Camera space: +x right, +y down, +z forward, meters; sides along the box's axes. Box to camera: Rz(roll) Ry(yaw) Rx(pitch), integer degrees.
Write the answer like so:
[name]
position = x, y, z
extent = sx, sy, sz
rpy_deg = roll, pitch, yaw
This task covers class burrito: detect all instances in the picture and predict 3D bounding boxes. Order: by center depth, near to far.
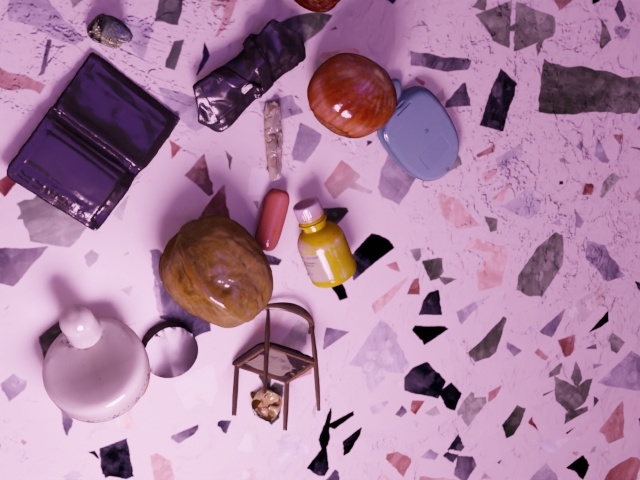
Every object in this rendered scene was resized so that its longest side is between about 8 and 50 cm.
[burrito]
position = -0.110, -0.236, 2.008
extent = 0.045, 0.041, 0.186
rpy_deg = -7, 106, -14

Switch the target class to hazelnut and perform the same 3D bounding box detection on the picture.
[hazelnut]
position = 0.076, -0.339, 1.976
extent = 0.214, 0.176, 0.214
rpy_deg = 2, 145, 1

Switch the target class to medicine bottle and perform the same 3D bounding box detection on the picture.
[medicine bottle]
position = 0.000, 0.000, 2.083
extent = 0.121, 0.122, 0.213
rpy_deg = -29, 115, -14

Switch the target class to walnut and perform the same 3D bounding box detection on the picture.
[walnut]
position = -0.230, 0.077, 1.936
extent = 0.227, 0.283, 0.283
rpy_deg = -33, 120, 20

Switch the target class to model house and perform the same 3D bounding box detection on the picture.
[model house]
position = -0.439, -0.435, 1.773
extent = 0.078, 0.083, 0.066
rpy_deg = 25, 96, -29

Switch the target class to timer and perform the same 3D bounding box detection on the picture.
[timer]
position = -0.497, 0.274, 1.867
extent = 0.233, 0.233, 0.240
rpy_deg = -31, 153, -14

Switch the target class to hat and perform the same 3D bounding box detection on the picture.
[hat]
position = -0.144, 0.419, 2.178
extent = 0.077, 0.059, 0.076
rpy_deg = 39, 71, -34

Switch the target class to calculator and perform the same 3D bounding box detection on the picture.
[calculator]
position = 0.244, -0.279, 2.156
extent = 0.188, 0.042, 0.303
rpy_deg = -46, 121, -5

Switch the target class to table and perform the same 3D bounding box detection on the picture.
[table]
position = -0.362, 0.263, 2.038
extent = 0.133, 0.043, 0.134
rpy_deg = -7, 108, -22

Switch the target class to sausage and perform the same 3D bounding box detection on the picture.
[sausage]
position = -0.117, -0.049, 2.047
extent = 0.062, 0.062, 0.154
rpy_deg = 11, 101, -27

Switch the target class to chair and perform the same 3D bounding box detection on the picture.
[chair]
position = -0.107, 0.307, 2.106
extent = 0.188, 0.272, 0.166
rpy_deg = 24, 138, -27

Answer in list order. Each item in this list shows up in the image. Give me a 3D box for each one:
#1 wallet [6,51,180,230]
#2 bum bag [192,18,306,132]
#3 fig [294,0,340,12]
[wallet]
position = -0.487, -0.206, 1.842
extent = 0.247, 0.041, 0.323
rpy_deg = 37, 85, -29
[bum bag]
position = -0.165, -0.375, 1.924
extent = 0.310, 0.074, 0.137
rpy_deg = -43, 128, -7
[fig]
position = -0.061, -0.618, 1.869
extent = 0.274, 0.170, 0.146
rpy_deg = 26, 75, -9
